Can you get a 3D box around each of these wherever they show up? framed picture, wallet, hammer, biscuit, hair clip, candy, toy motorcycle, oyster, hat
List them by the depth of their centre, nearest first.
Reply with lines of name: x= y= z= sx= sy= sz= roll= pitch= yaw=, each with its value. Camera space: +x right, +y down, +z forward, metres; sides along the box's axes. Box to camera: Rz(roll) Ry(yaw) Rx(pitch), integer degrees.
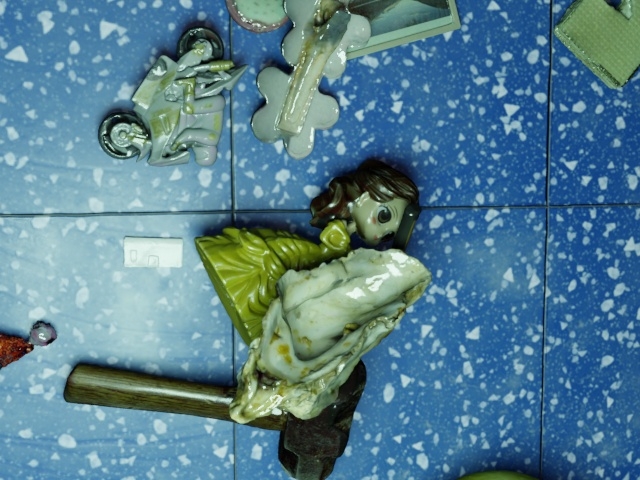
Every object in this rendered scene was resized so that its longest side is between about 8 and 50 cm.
oyster: x=0.002 y=0.120 z=1.145 sx=0.166 sy=0.110 sz=0.341 roll=31 pitch=54 yaw=5
hat: x=-0.467 y=0.159 z=1.223 sx=0.228 sy=0.129 sz=0.140 roll=-12 pitch=141 yaw=-29
toy motorcycle: x=-0.187 y=-0.175 z=1.261 sx=0.152 sy=0.073 sz=0.225 roll=42 pitch=86 yaw=-16
hammer: x=-0.154 y=0.218 z=1.271 sx=0.409 sy=0.242 sz=0.095 roll=10 pitch=50 yaw=0
candy: x=-0.084 y=-0.343 z=1.284 sx=0.103 sy=0.043 sz=0.103 roll=-2 pitch=98 yaw=-14
hair clip: x=-0.013 y=-0.243 z=1.289 sx=0.146 sy=0.075 sz=0.257 roll=13 pitch=109 yaw=-34
wallet: x=-0.238 y=0.017 z=1.299 sx=0.083 sy=0.011 sz=0.044 roll=1 pitch=96 yaw=-15
hammer: x=0.106 y=0.019 z=1.300 sx=0.078 sy=0.201 sz=0.021 roll=-32 pitch=64 yaw=-29
framed picture: x=0.096 y=-0.359 z=1.341 sx=0.203 sy=0.015 sz=0.150 roll=-17 pitch=100 yaw=-12
biscuit: x=0.481 y=-0.372 z=1.419 sx=0.147 sy=0.046 sz=0.250 roll=38 pitch=87 yaw=-13

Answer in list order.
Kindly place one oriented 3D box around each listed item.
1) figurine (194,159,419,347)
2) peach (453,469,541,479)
figurine: x=0.002 y=0.002 z=1.276 sx=0.315 sy=0.168 sz=0.187 roll=-29 pitch=113 yaw=-12
peach: x=0.242 y=0.483 z=1.319 sx=0.316 sy=0.314 sz=0.281 roll=-34 pitch=88 yaw=32
